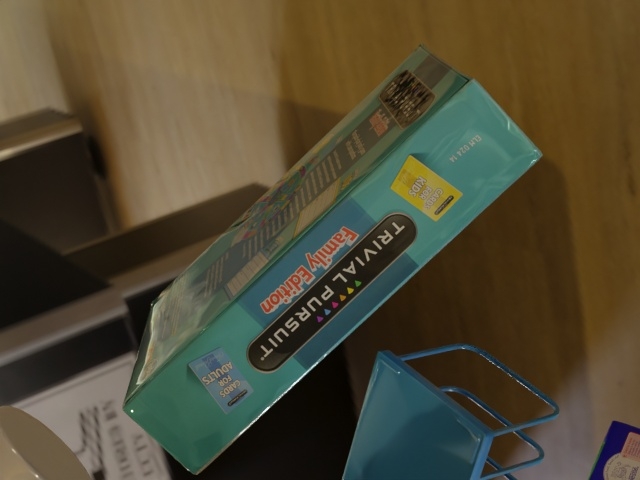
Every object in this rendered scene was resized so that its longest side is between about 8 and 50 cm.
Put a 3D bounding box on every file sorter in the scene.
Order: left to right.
[{"bbox_3d":[0.098,0.182,0.937,0.118,0.104,0.170,36,121,42],"label":"file sorter"}]

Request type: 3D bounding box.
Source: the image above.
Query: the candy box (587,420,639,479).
[{"bbox_3d":[0.435,0.478,1.800,0.122,0.268,0.317,16,132,22],"label":"candy box"}]

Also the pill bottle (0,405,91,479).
[{"bbox_3d":[-0.274,0.231,0.890,0.119,0.208,0.119,44,-179,-1],"label":"pill bottle"}]

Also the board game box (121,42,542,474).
[{"bbox_3d":[0.000,0.000,0.946,0.079,0.336,0.254,45,-172,-13],"label":"board game box"}]
